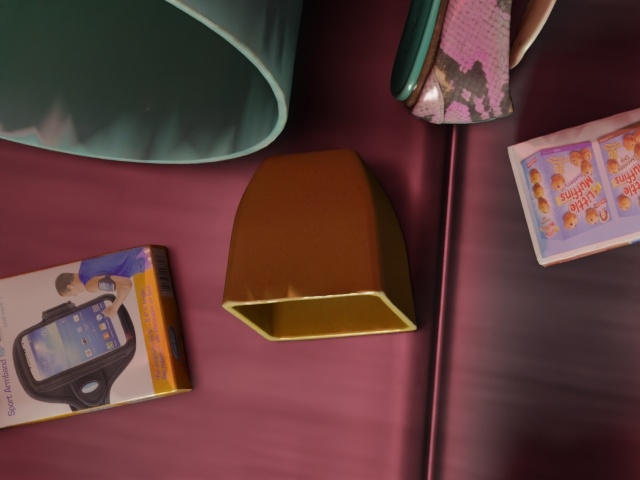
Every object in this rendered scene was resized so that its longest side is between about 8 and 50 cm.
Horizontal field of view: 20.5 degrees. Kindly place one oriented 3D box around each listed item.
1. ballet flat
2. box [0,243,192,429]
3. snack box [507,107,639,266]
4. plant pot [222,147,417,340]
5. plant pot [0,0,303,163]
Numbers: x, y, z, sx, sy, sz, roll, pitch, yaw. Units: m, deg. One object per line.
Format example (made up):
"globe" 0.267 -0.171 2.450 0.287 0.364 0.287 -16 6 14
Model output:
"ballet flat" 0.089 -0.164 0.875 0.079 0.077 0.221 4 109 -13
"box" -0.143 0.055 0.957 0.136 0.028 0.081 -13 83 12
"snack box" 0.187 -0.041 0.876 0.178 0.022 0.064 -16 83 14
"plant pot" 0.000 0.000 0.898 0.081 0.081 0.083 -6 73 15
"plant pot" -0.132 -0.200 0.849 0.293 0.293 0.235 9 74 16
